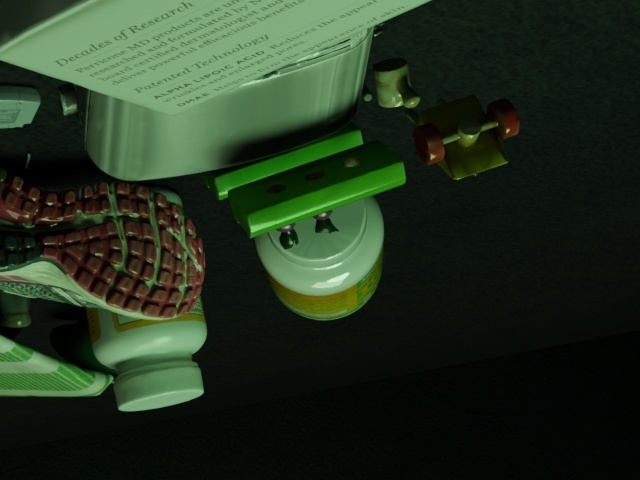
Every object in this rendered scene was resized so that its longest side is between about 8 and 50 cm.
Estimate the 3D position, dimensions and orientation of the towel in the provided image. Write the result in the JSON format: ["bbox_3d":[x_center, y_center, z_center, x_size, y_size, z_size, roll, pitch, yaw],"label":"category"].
[{"bbox_3d":[-0.417,0.124,1.353,0.247,0.038,0.325,-2,158,25],"label":"towel"}]

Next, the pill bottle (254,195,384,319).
[{"bbox_3d":[0.000,0.000,1.277,0.136,0.136,0.246,-13,166,-1],"label":"pill bottle"}]

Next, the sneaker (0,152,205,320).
[{"bbox_3d":[-0.243,-0.002,1.083,0.299,0.121,0.112,18,161,-28],"label":"sneaker"}]

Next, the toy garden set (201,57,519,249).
[{"bbox_3d":[0.007,-0.075,0.863,0.203,0.049,0.244,-20,-151,-14],"label":"toy garden set"}]

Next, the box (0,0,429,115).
[{"bbox_3d":[-0.039,-0.170,0.465,0.181,0.181,0.119,-19,164,27],"label":"box"}]

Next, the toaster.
[{"bbox_3d":[-0.055,-0.127,0.739,0.226,0.129,0.146,-13,164,-10],"label":"toaster"}]

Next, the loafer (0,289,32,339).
[{"bbox_3d":[-0.392,0.092,1.398,0.096,0.084,0.267,-7,165,-27],"label":"loafer"}]

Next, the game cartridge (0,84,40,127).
[{"bbox_3d":[-0.257,-0.100,0.899,0.083,0.017,0.056,-6,168,-27],"label":"game cartridge"}]

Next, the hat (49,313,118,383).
[{"bbox_3d":[-0.258,0.082,1.614,0.173,0.184,0.208,6,-161,-36],"label":"hat"}]

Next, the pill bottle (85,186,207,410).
[{"bbox_3d":[-0.179,0.061,1.205,0.117,0.209,0.117,-12,166,-3],"label":"pill bottle"}]
